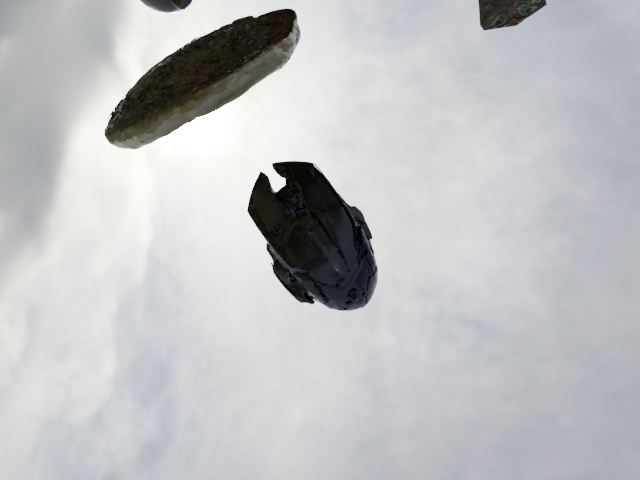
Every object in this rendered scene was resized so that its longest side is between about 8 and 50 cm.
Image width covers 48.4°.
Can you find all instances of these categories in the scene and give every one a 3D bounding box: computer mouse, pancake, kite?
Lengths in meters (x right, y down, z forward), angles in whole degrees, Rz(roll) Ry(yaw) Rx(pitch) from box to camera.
[{"bbox_3d":[0.000,0.000,0.941,0.146,0.241,0.077,-40,-163,-10],"label":"computer mouse"},{"bbox_3d":[-0.178,-0.248,1.064,0.356,0.065,0.356,-20,-148,13],"label":"pancake"},{"bbox_3d":[0.337,-0.509,1.313,0.127,0.016,0.229,-10,-85,30],"label":"kite"}]

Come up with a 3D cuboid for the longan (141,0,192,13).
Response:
[{"bbox_3d":[-0.359,-0.610,1.640,0.159,0.185,0.204,-31,-110,-14],"label":"longan"}]
